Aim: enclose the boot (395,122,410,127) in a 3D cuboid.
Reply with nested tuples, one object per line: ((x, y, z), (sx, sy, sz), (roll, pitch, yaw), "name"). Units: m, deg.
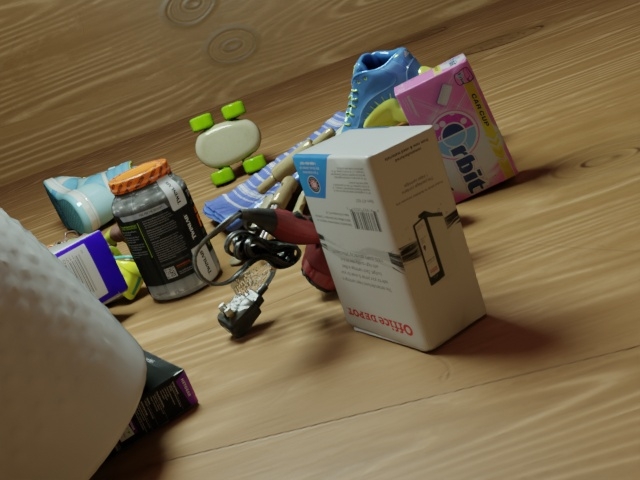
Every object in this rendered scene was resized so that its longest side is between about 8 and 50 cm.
((0.115, -0.137, 1.332), (0.220, 0.109, 0.283), (-16, 28, 38), "boot")

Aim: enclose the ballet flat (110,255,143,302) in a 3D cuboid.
((-0.374, 0.066, 1.322), (0.231, 0.077, 0.077), (-2, -16, 34), "ballet flat")

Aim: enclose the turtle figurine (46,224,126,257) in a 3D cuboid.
((-0.438, 0.020, 1.503), (0.217, 0.087, 0.269), (-12, 20, 25), "turtle figurine")

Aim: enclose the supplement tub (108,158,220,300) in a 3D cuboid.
((-0.234, -0.017, 1.216), (0.117, 0.190, 0.117), (-18, 18, 6), "supplement tub")

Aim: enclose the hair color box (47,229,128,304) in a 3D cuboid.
((-0.471, 0.095, 1.234), (0.338, 0.110, 0.185), (-12, 16, 40), "hair color box")

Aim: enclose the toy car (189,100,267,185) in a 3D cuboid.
((-0.206, -0.223, 1.873), (0.148, 0.155, 0.188), (-21, 8, 0), "toy car")

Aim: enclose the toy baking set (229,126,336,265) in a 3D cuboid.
((-0.050, -0.073, 1.253), (0.256, 0.030, 0.197), (-35, 29, 22), "toy baking set")

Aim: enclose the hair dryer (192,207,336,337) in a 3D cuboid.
((0.000, 0.000, 0.936), (0.293, 0.080, 0.224), (-36, -21, -17), "hair dryer")

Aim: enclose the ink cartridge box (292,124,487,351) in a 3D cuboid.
((0.068, -0.006, 0.831), (0.086, 0.203, 0.148), (-28, 19, -26), "ink cartridge box")

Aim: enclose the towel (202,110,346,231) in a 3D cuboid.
((-0.057, -0.133, 1.465), (0.336, 0.040, 0.243), (-37, 16, -8), "towel")

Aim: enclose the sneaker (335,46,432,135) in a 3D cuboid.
((0.078, -0.222, 1.261), (0.240, 0.126, 0.091), (-26, 22, 42), "sneaker")

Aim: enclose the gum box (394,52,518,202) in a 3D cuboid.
((0.191, -0.150, 1.146), (0.107, 0.188, 0.062), (-25, 17, 12), "gum box")

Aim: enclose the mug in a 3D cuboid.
((-0.393, 0.079, 0.783), (0.276, 0.328, 0.374), (-46, 27, -19), "mug")

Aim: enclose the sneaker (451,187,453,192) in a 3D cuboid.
((0.094, -0.050, 1.126), (0.071, 0.083, 0.190), (20, -2, -35), "sneaker")

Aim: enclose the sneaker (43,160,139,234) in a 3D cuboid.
((-0.522, -0.116, 1.944), (0.208, 0.127, 0.319), (-31, 30, -23), "sneaker")

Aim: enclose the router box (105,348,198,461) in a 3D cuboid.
((-0.232, 0.174, 0.896), (0.133, 0.046, 0.179), (-30, 20, -28), "router box")
